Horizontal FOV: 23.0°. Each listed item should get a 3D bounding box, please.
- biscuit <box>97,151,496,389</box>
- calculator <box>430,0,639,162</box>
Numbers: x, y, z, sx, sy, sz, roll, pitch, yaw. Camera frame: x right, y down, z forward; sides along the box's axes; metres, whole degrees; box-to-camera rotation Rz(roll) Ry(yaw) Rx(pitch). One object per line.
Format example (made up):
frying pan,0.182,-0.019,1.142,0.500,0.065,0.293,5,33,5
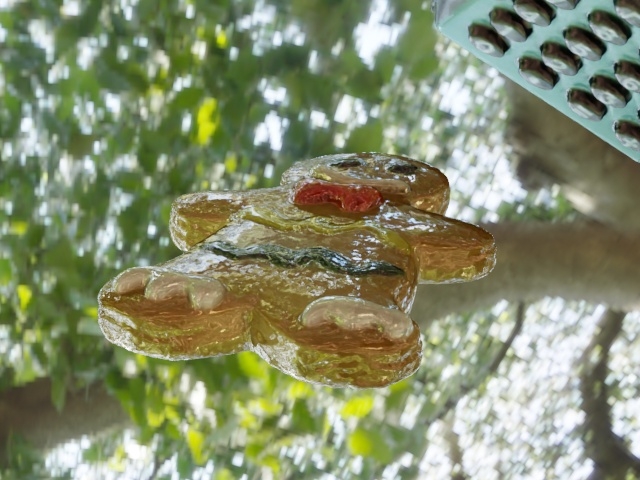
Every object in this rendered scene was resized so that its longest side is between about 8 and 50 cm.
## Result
biscuit,0.000,-0.002,0.717,0.158,0.035,0.240,8,-157,13
calculator,0.231,-0.165,1.156,0.248,0.274,0.058,31,-122,-19
